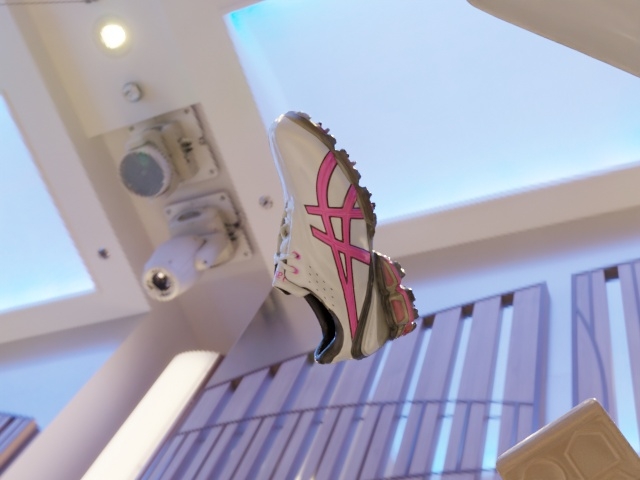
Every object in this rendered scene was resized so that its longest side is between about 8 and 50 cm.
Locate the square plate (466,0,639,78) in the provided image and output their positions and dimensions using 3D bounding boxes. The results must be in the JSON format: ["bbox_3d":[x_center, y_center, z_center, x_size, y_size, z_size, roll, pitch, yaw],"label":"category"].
[{"bbox_3d":[0.346,-0.291,0.686,0.347,0.049,0.344,20,-60,-12],"label":"square plate"}]

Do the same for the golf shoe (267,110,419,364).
[{"bbox_3d":[0.000,0.000,0.595,0.086,0.067,0.186,-26,-83,-17],"label":"golf shoe"}]

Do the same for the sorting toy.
[{"bbox_3d":[0.402,0.377,1.279,0.193,0.038,0.208,-37,-110,13],"label":"sorting toy"}]
